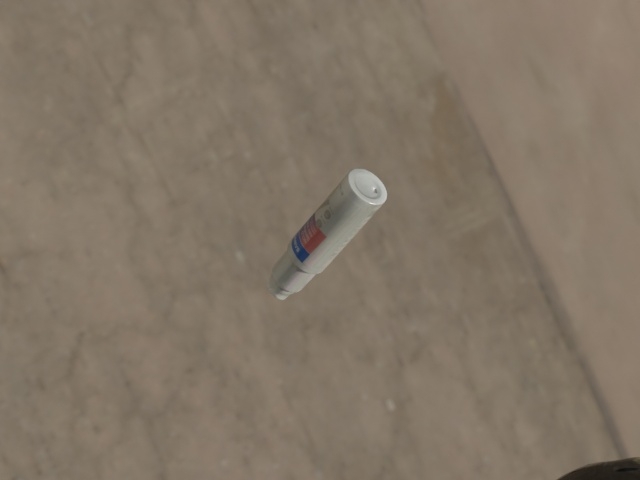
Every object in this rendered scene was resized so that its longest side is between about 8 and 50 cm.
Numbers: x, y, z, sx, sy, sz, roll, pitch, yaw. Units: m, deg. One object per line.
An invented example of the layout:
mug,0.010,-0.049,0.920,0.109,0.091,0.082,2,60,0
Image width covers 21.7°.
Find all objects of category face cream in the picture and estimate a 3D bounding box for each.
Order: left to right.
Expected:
face cream,0.000,0.000,1.216,0.034,0.130,0.034,22,42,-22

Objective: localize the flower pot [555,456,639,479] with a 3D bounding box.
flower pot,0.170,0.268,0.839,0.266,0.266,0.267,50,44,-35
